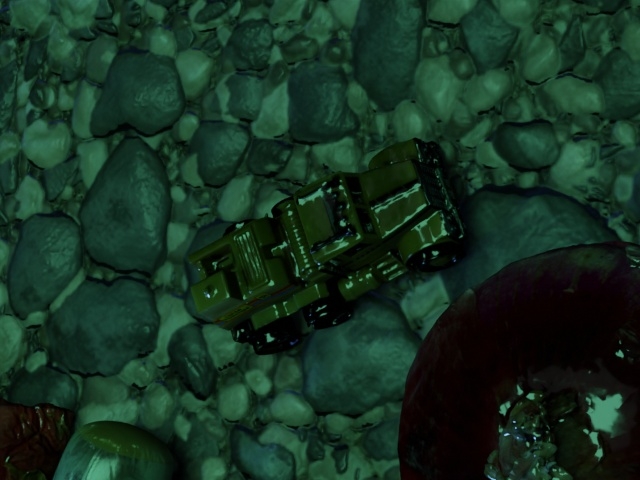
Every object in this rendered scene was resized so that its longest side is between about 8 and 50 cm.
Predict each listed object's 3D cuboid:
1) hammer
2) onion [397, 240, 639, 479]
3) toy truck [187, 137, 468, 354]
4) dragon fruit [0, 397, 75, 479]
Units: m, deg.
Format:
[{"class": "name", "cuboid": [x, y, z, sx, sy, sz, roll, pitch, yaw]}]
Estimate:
[{"class": "hammer", "cuboid": [-0.196, 0.284, 1.746, 0.113, 0.305, 0.202, 18, 92, -13]}, {"class": "onion", "cuboid": [0.208, 0.173, 1.531, 0.347, 0.285, 0.347, 1, 92, 29]}, {"class": "toy truck", "cuboid": [0.004, 0.000, 1.765, 0.257, 0.127, 0.127, -25, 68, 19]}, {"class": "dragon fruit", "cuboid": [-0.336, 0.223, 1.914, 0.161, 0.120, 0.127, -10, 81, 22]}]
